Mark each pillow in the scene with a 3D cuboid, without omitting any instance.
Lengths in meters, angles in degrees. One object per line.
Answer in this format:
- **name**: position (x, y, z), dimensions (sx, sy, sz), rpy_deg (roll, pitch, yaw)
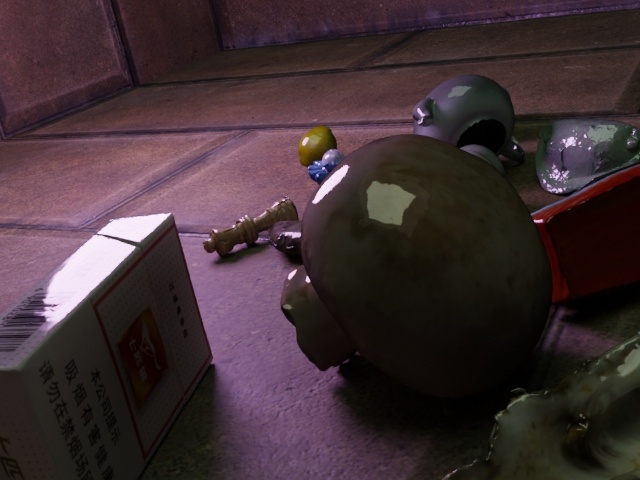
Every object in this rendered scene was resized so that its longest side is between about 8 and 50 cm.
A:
- **pillow**: position (-0.001, 0.000, 1.220), dimensions (0.241, 0.051, 0.093), rpy_deg (7, 23, 34)

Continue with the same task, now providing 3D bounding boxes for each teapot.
- **teapot**: position (0.271, -0.208, 1.419), dimensions (0.294, 0.193, 0.129), rpy_deg (15, 31, -33)

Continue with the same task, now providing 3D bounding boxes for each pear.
- **pear**: position (-0.002, -0.198, 1.641), dimensions (0.092, 0.097, 0.092), rpy_deg (19, 8, -3)

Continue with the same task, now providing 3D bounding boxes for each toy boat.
- **toy boat**: position (0.405, -0.020, 0.986), dimensions (0.331, 0.145, 0.133), rpy_deg (-19, 0, -13)

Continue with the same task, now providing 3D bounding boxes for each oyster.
- **oyster**: position (0.257, 0.162, 0.653), dimensions (0.341, 0.110, 0.166), rpy_deg (-32, 25, -35)

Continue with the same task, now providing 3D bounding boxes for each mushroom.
- **mushroom**: position (0.097, 0.042, 0.855), dimensions (0.290, 0.297, 0.297), rpy_deg (-41, -1, 41)

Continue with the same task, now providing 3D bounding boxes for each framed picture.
- **framed picture**: position (0.380, -0.060, 1.094), dimensions (0.142, 0.011, 0.183), rpy_deg (-19, -15, -30)

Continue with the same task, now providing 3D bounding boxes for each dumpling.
- **dumpling**: position (0.442, -0.152, 1.309), dimensions (0.149, 0.105, 0.216), rpy_deg (-23, 26, -26)

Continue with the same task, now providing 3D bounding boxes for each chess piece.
- **chess piece**: position (-0.123, -0.020, 1.318), dimensions (0.172, 0.060, 0.060), rpy_deg (-24, 26, -26)

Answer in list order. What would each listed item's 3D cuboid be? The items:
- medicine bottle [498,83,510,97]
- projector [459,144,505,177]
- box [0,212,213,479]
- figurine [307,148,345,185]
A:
- **medicine bottle**: position (0.348, -0.279, 1.665), dimensions (0.119, 0.094, 0.188), rpy_deg (3, 26, 33)
- **projector**: position (0.185, -0.046, 1.173), dimensions (0.108, 0.108, 0.337), rpy_deg (3, 27, 31)
- **box**: position (-0.232, 0.129, 0.812), dimensions (0.095, 0.210, 0.330), rpy_deg (-4, 23, 15)
- **figurine**: position (0.026, -0.136, 1.491), dimensions (0.114, 0.079, 0.114), rpy_deg (-3, 23, 1)
